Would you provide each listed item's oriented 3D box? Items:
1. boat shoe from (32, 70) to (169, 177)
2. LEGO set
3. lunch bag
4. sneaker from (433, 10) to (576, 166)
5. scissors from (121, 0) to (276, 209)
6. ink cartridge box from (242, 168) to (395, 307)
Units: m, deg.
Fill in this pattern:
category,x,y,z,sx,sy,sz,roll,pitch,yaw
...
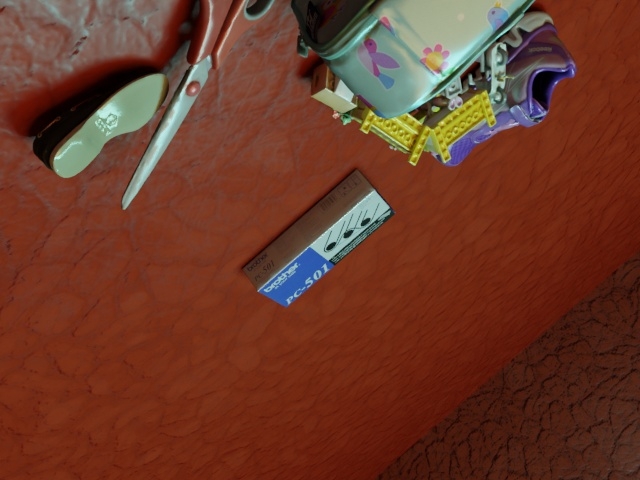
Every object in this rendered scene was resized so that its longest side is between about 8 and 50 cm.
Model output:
category,x,y,z,sx,sy,sz,roll,pitch,yaw
boat shoe,-0.190,-0.109,0.700,0.133,0.042,0.049,-43,147,-21
LEGO set,0.093,-0.160,0.950,0.287,0.107,0.132,-15,111,-31
lunch bag,0.093,-0.242,0.654,0.108,0.224,0.279,37,108,-29
sneaker,0.241,-0.179,1.056,0.095,0.104,0.236,0,136,-53
scissors,-0.100,-0.152,0.720,0.109,0.021,0.297,-16,138,-49
ink cartridge box,0.000,0.000,1.104,0.207,0.046,0.097,-40,152,5
